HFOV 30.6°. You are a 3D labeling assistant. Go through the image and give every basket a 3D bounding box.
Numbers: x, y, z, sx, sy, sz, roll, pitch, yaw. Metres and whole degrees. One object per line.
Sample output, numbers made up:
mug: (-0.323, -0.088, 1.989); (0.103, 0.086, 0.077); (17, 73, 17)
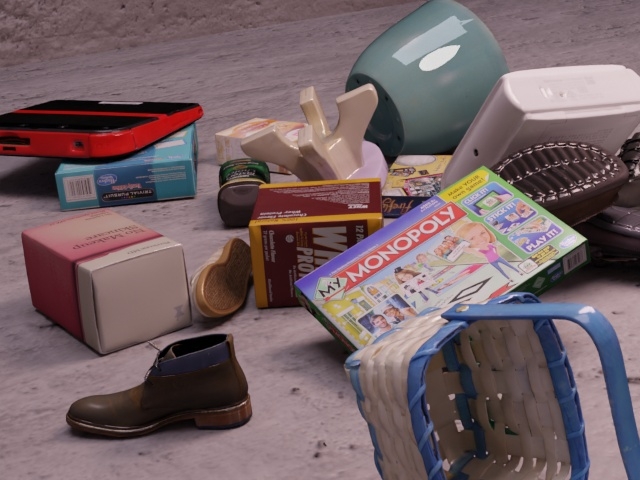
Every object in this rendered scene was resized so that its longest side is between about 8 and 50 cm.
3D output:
basket: (0.174, 0.166, 1.079); (0.201, 0.254, 0.289); (-26, 19, -31)

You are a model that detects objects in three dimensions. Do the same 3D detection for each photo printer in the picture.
photo printer: (0.343, -0.142, 1.853); (0.256, 0.307, 0.107); (-8, 59, -23)

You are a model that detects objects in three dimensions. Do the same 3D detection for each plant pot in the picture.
plant pot: (0.192, -0.297, 2.310); (0.235, 0.293, 0.293); (-31, 30, -24)

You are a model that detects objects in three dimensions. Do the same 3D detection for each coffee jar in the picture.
coffee jar: (-0.135, -0.086, 2.074); (0.096, 0.079, 0.184); (-5, 21, -2)

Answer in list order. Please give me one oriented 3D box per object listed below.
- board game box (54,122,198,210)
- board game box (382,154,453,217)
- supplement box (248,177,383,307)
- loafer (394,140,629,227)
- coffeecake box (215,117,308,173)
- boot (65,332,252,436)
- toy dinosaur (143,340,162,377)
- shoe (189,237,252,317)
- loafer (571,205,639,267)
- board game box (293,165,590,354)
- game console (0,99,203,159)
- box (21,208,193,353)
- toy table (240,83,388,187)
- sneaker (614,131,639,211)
board game box: (-0.373, -0.158, 2.317); (0.254, 0.079, 0.336); (-6, 20, -3)
board game box: (0.197, -0.099, 2.091); (0.165, 0.042, 0.243); (1, 21, 16)
supplement box: (0.000, 0.000, 1.739); (0.191, 0.129, 0.194); (-3, 20, 3)
loafer: (0.266, -0.027, 1.668); (0.366, 0.130, 0.133); (-22, 42, -5)
coffeecake box: (-0.097, -0.194, 2.373); (0.186, 0.068, 0.142); (10, 24, 33)
boot: (-0.193, 0.164, 1.367); (0.219, 0.106, 0.082); (-4, 20, -1)
toy dinosaur: (-0.192, 0.169, 1.484); (0.090, 0.047, 0.082); (29, 11, -4)
shoe: (-0.148, 0.064, 1.709); (0.058, 0.076, 0.219); (-36, 10, 21)
loafer: (0.404, -0.004, 1.736); (0.303, 0.095, 0.109); (17, 22, 39)
board game box: (0.153, 0.042, 1.500); (0.317, 0.046, 0.213); (-32, 45, -15)
game console: (-0.478, -0.229, 2.358); (0.387, 0.060, 0.342); (5, 17, 24)
box: (-0.307, 0.052, 1.667); (0.149, 0.126, 0.232); (-18, 24, -33)
toy table: (0.005, -0.157, 2.044); (0.252, 0.160, 0.274); (-27, 25, 1)
sneaker: (0.511, -0.106, 1.897); (0.109, 0.130, 0.286); (1, 15, 39)
